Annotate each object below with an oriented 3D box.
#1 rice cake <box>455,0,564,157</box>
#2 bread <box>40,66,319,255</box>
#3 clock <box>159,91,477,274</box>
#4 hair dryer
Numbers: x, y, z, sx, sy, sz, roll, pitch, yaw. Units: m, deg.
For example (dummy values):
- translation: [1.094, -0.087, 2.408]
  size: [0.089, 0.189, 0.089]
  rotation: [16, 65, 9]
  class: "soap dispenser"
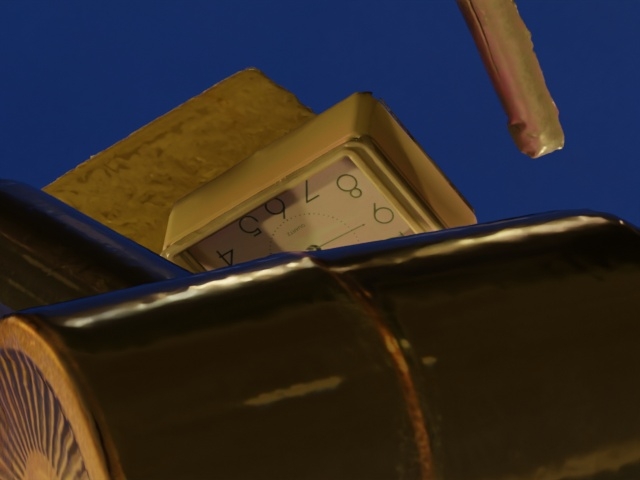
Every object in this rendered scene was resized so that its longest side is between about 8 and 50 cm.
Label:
- translation: [0.155, -0.194, 1.692]
  size: [0.055, 0.269, 0.049]
  rotation: [-25, -156, -1]
  class: "rice cake"
- translation: [-0.066, 0.040, 1.721]
  size: [0.405, 0.242, 0.345]
  rotation: [-39, -94, -19]
  class: "bread"
- translation: [0.000, 0.000, 1.371]
  size: [0.147, 0.192, 0.071]
  rotation: [49, -153, -25]
  class: "clock"
- translation: [-0.045, 0.022, 0.602]
  size: [0.189, 0.107, 0.352]
  rotation: [-11, -161, -27]
  class: "hair dryer"
